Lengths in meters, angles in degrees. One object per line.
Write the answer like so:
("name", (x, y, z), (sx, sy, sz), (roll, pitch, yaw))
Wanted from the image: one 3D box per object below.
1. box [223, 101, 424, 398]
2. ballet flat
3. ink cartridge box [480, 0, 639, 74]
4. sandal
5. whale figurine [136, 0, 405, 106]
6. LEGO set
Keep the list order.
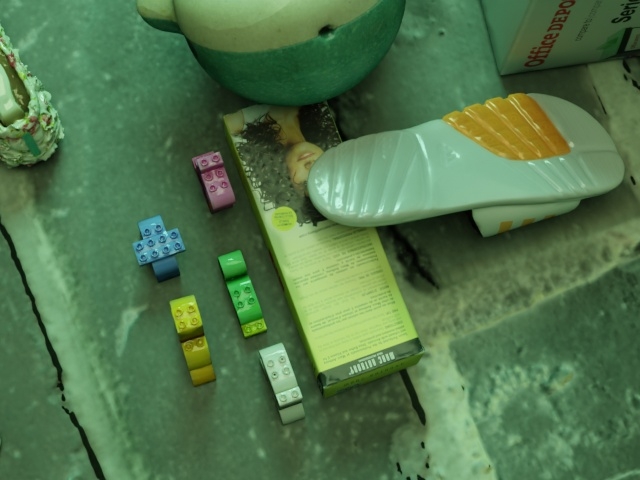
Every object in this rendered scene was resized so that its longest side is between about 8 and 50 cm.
("box", (0.000, 0.000, 1.190), (0.087, 0.058, 0.232), (-20, 79, -8))
("ballet flat", (-0.290, -0.162, 1.209), (0.091, 0.077, 0.241), (-41, 81, -10))
("ink cartridge box", (0.274, -0.230, 1.182), (0.278, 0.201, 0.117), (-8, 77, -4))
("sandal", (0.109, -0.049, 1.195), (0.265, 0.076, 0.102), (-9, 60, -18))
("whale figurine", (-0.037, -0.202, 1.189), (0.216, 0.141, 0.272), (-25, 37, -9))
("LEGO set", (-0.086, 0.037, 1.159), (0.087, 0.093, 0.227), (-19, 78, -7))
